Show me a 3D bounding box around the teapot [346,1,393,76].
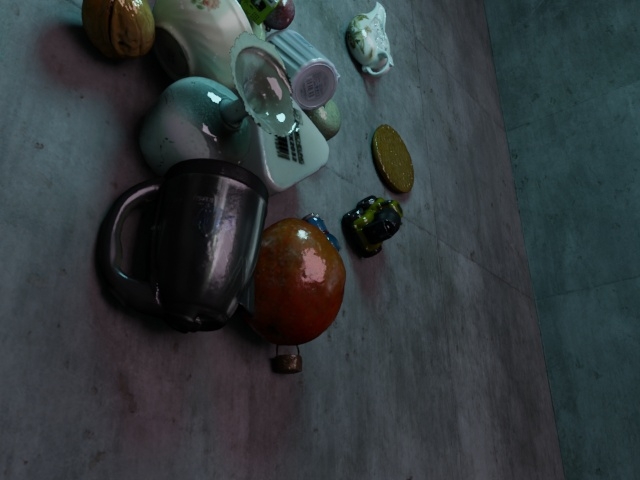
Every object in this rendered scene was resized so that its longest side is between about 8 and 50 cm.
[{"bbox_3d":[0.189,-0.719,2.303,0.204,0.139,0.298,14,62,-54],"label":"teapot"}]

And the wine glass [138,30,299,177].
[{"bbox_3d":[-0.223,-0.254,1.332,0.238,0.323,0.238,33,47,-44],"label":"wine glass"}]

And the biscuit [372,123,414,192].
[{"bbox_3d":[0.260,-0.292,2.282,0.262,0.037,0.262,29,52,-44],"label":"biscuit"}]

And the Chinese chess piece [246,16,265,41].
[{"bbox_3d":[-0.253,-0.571,1.644,0.250,0.101,0.250,30,50,-44],"label":"Chinese chess piece"}]

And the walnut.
[{"bbox_3d":[-0.415,-0.453,1.303,0.144,0.180,0.144,4,65,-8],"label":"walnut"}]

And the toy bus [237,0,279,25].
[{"bbox_3d":[-0.212,-0.688,1.548,0.301,0.139,0.113,44,43,-22],"label":"toy bus"}]

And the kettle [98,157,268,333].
[{"bbox_3d":[-0.271,0.020,1.257,0.321,0.228,0.324,16,61,-20],"label":"kettle"}]

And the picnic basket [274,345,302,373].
[{"bbox_3d":[-0.076,0.273,1.507,0.072,0.072,0.083,24,56,-47],"label":"picnic basket"}]

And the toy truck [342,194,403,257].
[{"bbox_3d":[0.185,-0.059,1.948,0.147,0.165,0.224,61,35,-13],"label":"toy truck"}]

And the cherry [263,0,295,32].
[{"bbox_3d":[-0.140,-0.634,1.765,0.107,0.225,0.090,38,79,-25],"label":"cherry"}]

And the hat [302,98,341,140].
[{"bbox_3d":[-0.016,-0.358,1.846,0.257,0.130,0.257,28,52,-44],"label":"hat"}]

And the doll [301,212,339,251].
[{"bbox_3d":[0.000,0.000,1.740,0.152,0.085,0.114,65,22,10],"label":"doll"}]

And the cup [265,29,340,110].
[{"bbox_3d":[-0.040,-0.470,1.731,0.202,0.221,0.167,49,-25,42],"label":"cup"}]

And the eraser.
[{"bbox_3d":[-0.143,-0.275,1.611,0.331,0.150,0.331,30,50,-43],"label":"eraser"}]

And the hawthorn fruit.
[{"bbox_3d":[-0.062,0.098,1.439,0.284,0.284,0.284,29,52,-45],"label":"hawthorn fruit"}]

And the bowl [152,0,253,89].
[{"bbox_3d":[-0.283,-0.444,1.422,0.145,0.277,0.277,-40,108,-31],"label":"bowl"}]
